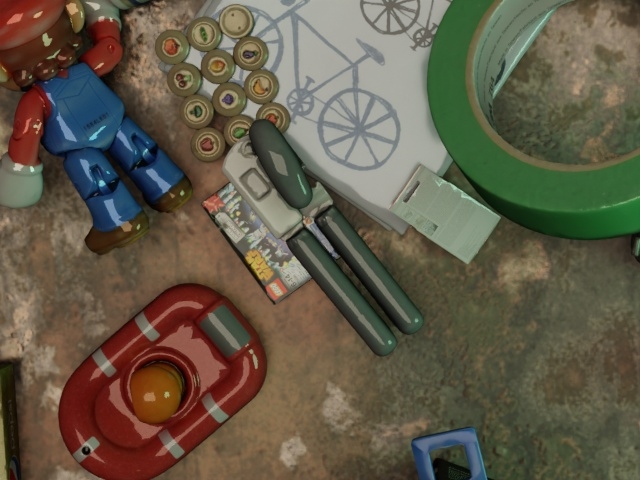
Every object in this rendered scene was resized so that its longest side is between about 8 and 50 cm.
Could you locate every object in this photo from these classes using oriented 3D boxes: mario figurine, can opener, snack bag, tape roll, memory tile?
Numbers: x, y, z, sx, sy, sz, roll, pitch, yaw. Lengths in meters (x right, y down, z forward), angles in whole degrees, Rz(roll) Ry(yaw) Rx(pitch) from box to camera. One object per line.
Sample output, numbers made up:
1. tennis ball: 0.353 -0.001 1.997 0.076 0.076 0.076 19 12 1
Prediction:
1. mario figurine: -0.273 -0.150 1.779 0.170 0.198 0.320 -25 104 26
2. can opener: 0.000 0.000 1.769 0.074 0.093 0.280 -38 96 1
3. snack bag: 0.048 -0.232 1.802 0.323 0.037 0.342 34 95 0
4. tape roll: 0.267 -0.162 1.664 0.321 0.077 0.321 -9 65 19
5. memory tile: -0.103 -0.166 1.789 0.113 0.012 0.148 -20 93 4

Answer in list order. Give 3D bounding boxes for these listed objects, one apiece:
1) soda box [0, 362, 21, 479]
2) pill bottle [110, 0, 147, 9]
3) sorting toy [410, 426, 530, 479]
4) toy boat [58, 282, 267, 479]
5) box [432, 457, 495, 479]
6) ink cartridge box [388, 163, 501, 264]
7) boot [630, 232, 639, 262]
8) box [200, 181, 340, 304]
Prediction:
1. soda box: -0.361 0.226 1.839 0.058 0.061 0.181 -4 93 4
2. pill bottle: -0.151 -0.313 1.764 0.169 0.094 0.094 -20 92 16
3. sorting toy: 0.160 0.345 1.623 0.196 0.047 0.348 -28 91 9
4. toy boat: -0.172 0.157 1.779 0.231 0.151 0.151 -41 90 5
5. box: 0.164 0.345 1.746 0.167 0.203 0.168 21 94 2
6. ink cartridge box: 0.127 -0.031 1.791 0.115 0.029 0.063 33 95 -24
7. boot: 0.431 0.026 1.699 0.263 0.229 0.091 7 94 3
8. box: -0.052 -0.012 1.824 0.094 0.027 0.137 -36 91 4
